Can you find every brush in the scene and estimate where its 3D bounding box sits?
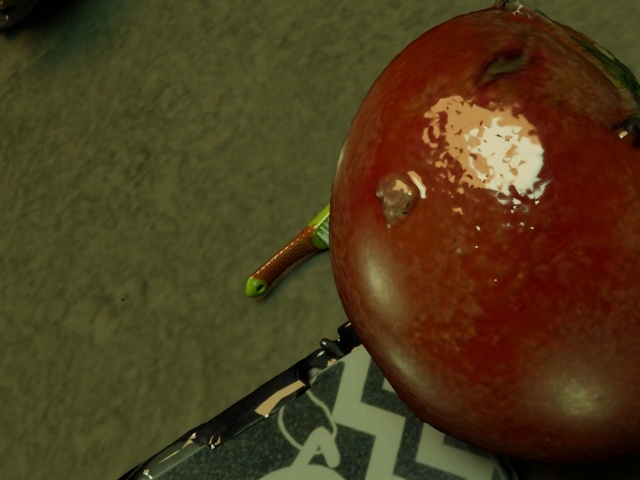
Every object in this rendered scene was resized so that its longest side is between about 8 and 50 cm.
[{"bbox_3d":[0.000,0.000,0.778,0.083,0.019,0.021,-42,54,-3],"label":"brush"}]

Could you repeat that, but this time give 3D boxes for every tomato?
[{"bbox_3d":[0.084,0.004,0.631,0.167,0.167,0.167,-18,49,22],"label":"tomato"}]

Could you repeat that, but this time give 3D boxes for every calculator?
[{"bbox_3d":[-0.043,0.149,0.689,0.274,0.028,0.165,-33,48,11],"label":"calculator"}]

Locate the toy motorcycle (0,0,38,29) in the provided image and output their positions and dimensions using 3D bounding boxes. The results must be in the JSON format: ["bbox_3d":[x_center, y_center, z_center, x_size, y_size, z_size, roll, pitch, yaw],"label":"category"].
[{"bbox_3d":[-0.180,-0.197,1.010,0.130,0.094,0.229,-44,31,-9],"label":"toy motorcycle"}]
